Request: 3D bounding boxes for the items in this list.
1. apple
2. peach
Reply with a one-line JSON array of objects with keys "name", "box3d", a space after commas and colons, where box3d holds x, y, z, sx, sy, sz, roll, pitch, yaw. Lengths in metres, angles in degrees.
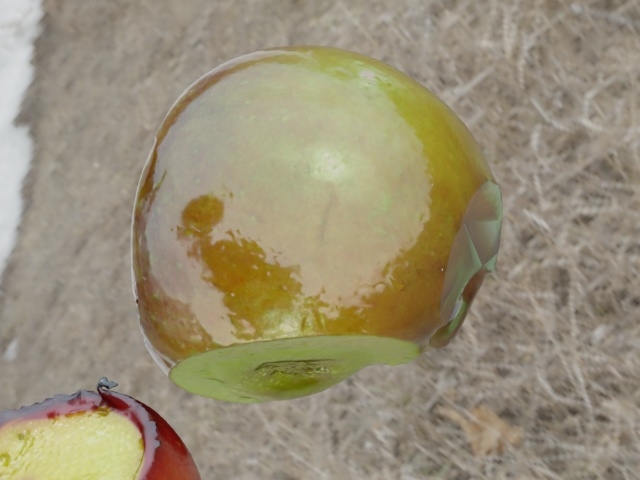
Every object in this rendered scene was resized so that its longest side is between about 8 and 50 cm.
[{"name": "apple", "box3d": [0.000, 0.000, 1.520, 0.374, 0.374, 0.384, 37, 129, 43]}, {"name": "peach", "box3d": [-0.193, 0.209, 1.185, 0.196, 0.190, 0.226, 54, 141, 16]}]
